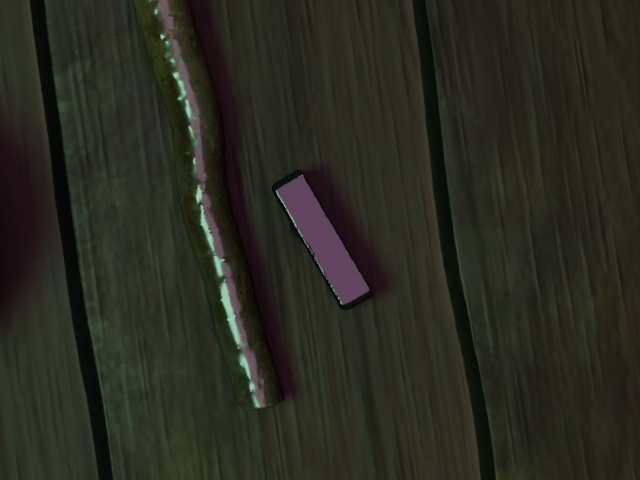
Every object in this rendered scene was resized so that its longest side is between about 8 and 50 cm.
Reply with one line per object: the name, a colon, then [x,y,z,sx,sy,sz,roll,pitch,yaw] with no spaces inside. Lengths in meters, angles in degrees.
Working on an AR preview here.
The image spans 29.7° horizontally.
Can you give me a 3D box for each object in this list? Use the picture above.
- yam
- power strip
yam: [-0.082,-0.035,0.900,0.045,0.045,0.327,-14,89,-36]
power strip: [0.000,0.000,0.906,0.029,0.038,0.111,-30,89,-4]
